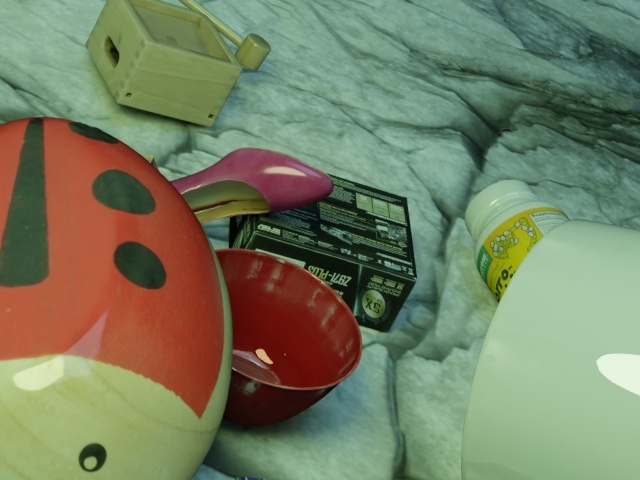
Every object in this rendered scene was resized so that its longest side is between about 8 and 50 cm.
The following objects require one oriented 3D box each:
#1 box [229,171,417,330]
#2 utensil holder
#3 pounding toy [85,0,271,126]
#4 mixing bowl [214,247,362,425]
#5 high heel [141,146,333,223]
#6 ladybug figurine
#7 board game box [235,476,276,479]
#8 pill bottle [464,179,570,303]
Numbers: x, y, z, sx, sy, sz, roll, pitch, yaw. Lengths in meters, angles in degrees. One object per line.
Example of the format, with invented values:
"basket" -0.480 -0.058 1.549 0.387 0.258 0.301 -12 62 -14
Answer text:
"box" 0.000 0.000 1.575 0.180 0.077 0.147 16 35 -15
"utensil holder" 0.358 0.168 1.276 0.385 0.327 0.327 15 26 31
"pounding toy" -0.160 -0.213 1.752 0.206 0.094 0.181 12 30 -36
"mixing bowl" -0.063 0.102 1.378 0.181 0.098 0.181 18 34 -13
"high heel" -0.112 -0.027 1.461 0.244 0.082 0.117 5 57 14
"ladybug figurine" -0.226 0.049 1.214 0.305 0.162 0.449 -7 45 -5
"board game box" 0.005 0.239 1.195 0.136 0.035 0.201 7 8 -8
"pill bottle" 0.240 0.031 1.658 0.118 0.117 0.208 3 41 -30
